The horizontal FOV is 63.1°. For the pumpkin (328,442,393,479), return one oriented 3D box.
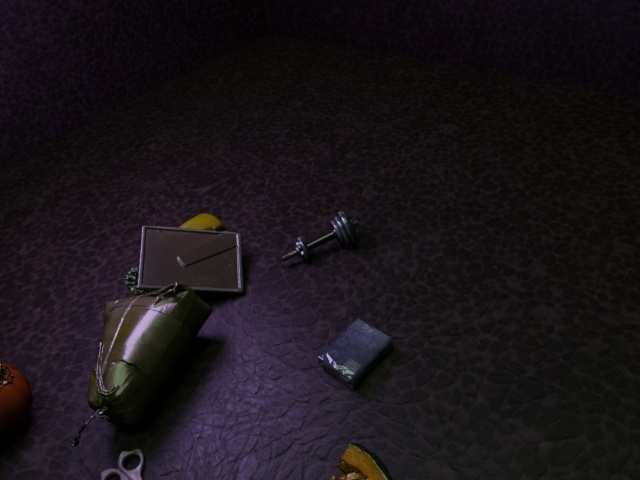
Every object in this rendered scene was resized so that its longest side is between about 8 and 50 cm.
[{"bbox_3d":[0.045,0.504,0.931,0.131,0.126,0.248,34,76,33],"label":"pumpkin"}]

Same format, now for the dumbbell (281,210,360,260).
[{"bbox_3d":[0.000,0.000,1.559,0.255,0.110,0.110,-26,40,-5],"label":"dumbbell"}]

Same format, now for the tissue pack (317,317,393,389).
[{"bbox_3d":[0.086,0.268,1.247,0.112,0.051,0.156,28,53,35],"label":"tissue pack"}]

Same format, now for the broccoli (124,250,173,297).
[{"bbox_3d":[-0.486,0.107,1.513,0.155,0.160,0.167,-6,11,-37],"label":"broccoli"}]

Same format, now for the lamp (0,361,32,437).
[{"bbox_3d":[-0.809,0.380,1.236,0.223,0.196,0.223,21,18,-7],"label":"lamp"}]

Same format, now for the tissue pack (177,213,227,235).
[{"bbox_3d":[-0.391,-0.002,1.640,0.127,0.123,0.178,29,54,29],"label":"tissue pack"}]

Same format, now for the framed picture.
[{"bbox_3d":[-0.371,0.055,1.507,0.289,0.016,0.213,4,55,-19],"label":"framed picture"}]

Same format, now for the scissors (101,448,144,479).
[{"bbox_3d":[-0.379,0.523,1.088,0.212,0.021,0.110,22,52,36],"label":"scissors"}]

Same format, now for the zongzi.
[{"bbox_3d":[-0.515,0.309,1.288,0.418,0.181,0.447,-6,40,33],"label":"zongzi"}]
